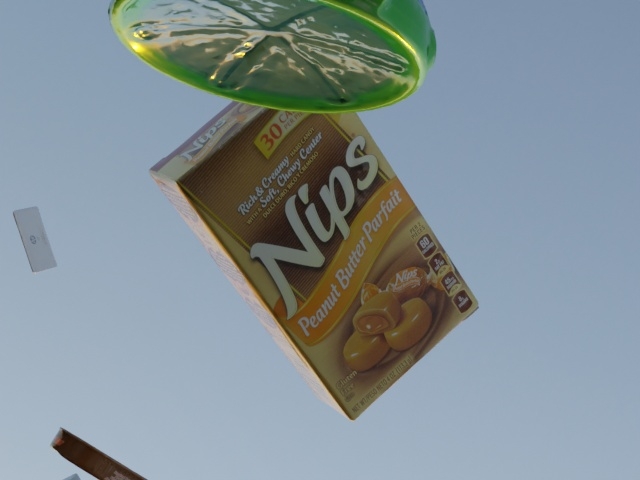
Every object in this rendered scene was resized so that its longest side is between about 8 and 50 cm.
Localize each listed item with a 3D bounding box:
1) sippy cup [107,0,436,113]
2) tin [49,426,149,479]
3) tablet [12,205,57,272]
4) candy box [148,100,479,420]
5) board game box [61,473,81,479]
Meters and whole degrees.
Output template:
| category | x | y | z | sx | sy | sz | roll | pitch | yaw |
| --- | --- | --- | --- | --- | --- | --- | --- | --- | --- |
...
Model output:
| category | x | y | z | sx | sy | sz | roll | pitch | yaw |
| --- | --- | --- | --- | --- | --- | --- | --- | --- | --- |
| sippy cup | -0.019 | -0.239 | 0.962 | 0.306 | 0.224 | 0.240 | 1 | -16 | 30 |
| tin | -0.282 | 0.313 | 1.763 | 0.190 | 0.040 | 0.106 | 38 | -18 | -27 |
| tablet | -0.364 | -0.001 | 1.669 | 0.006 | 0.054 | 0.083 | -19 | -89 | 24 |
| candy box | 0.000 | 0.000 | 1.281 | 0.316 | 0.183 | 0.087 | 55 | -16 | -25 |
| board game box | -0.386 | 0.366 | 1.324 | 0.303 | 0.224 | 0.097 | -29 | -91 | 8 |
